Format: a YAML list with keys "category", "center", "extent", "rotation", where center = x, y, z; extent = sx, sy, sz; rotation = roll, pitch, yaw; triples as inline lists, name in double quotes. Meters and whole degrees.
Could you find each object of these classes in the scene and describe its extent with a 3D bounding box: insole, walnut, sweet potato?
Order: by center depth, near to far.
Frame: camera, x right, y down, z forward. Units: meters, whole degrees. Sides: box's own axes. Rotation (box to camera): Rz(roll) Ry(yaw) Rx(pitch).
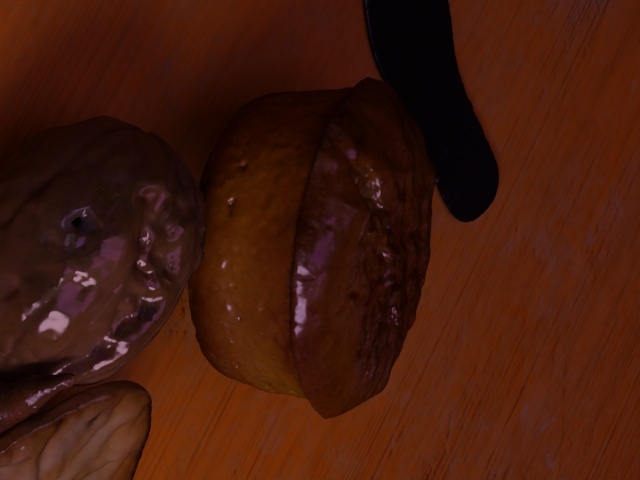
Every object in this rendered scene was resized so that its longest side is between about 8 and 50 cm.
- category: "sweet potato"
  center: [-0.294, 0.137, 1.477]
  extent: [0.068, 0.226, 0.068]
  rotation: [60, 14, -25]
- category: "walnut"
  center: [-0.199, 0.010, 1.512]
  extent: [0.198, 0.198, 0.245]
  rotation: [43, 75, -41]
- category: "insole"
  center: [0.114, -0.168, 1.913]
  extent: [0.119, 0.009, 0.348]
  rotation: [-43, 125, -29]

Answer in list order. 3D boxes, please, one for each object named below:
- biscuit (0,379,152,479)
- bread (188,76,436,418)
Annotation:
- category: "biscuit"
  center: [-0.240, 0.213, 1.549]
  extent: [0.260, 0.041, 0.203]
  rotation: [-46, 142, 4]
- category: "bread"
  center: [-0.002, 0.001, 1.666]
  extent: [0.312, 0.172, 0.312]
  rotation: [8, 90, -72]
